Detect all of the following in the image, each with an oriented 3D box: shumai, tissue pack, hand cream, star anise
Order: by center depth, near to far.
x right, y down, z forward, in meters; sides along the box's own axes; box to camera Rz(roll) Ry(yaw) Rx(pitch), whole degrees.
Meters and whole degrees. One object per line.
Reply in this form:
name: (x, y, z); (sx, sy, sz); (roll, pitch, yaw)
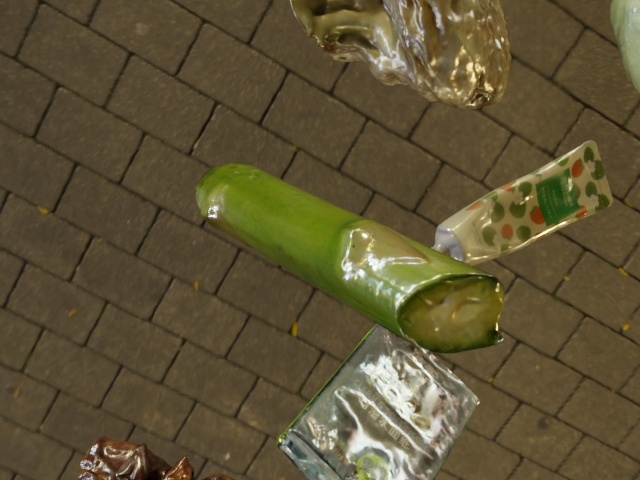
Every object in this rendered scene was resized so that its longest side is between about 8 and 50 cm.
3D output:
hand cream: (0.154, -0.022, 0.506); (0.165, 0.037, 0.057); (-24, 103, -14)
shumai: (0.069, -0.200, 0.570); (0.152, 0.161, 0.210); (-16, 91, 22)
star anise: (-0.173, 0.301, 0.717); (0.220, 0.126, 0.190); (-5, 97, 24)
tissue pack: (0.077, 0.223, 0.812); (0.173, 0.235, 0.073); (44, 135, 6)

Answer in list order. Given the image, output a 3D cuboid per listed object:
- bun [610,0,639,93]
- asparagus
bun: (0.329, -0.181, 0.515); (0.195, 0.118, 0.195); (0, 66, 0)
asparagus: (-0.001, 0.002, 0.442); (0.067, 0.277, 0.060); (38, 84, -38)
